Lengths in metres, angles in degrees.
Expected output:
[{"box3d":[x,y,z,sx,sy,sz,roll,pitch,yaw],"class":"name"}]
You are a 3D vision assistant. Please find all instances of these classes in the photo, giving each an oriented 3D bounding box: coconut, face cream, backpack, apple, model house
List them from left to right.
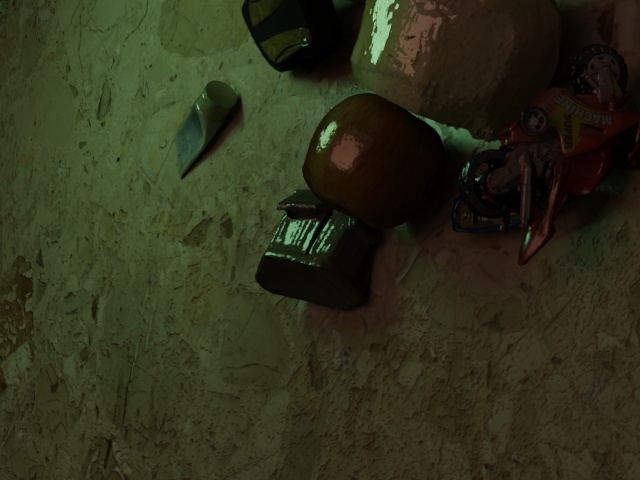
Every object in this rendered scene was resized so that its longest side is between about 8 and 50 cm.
[{"box3d":[-0.250,-0.236,2.396,0.224,0.070,0.114,-50,40,45],"class":"face cream"},{"box3d":[-0.057,-0.405,2.135,0.258,0.133,0.206,-15,97,58],"class":"backpack"},{"box3d":[-0.006,0.001,1.936,0.229,0.122,0.188,8,69,39],"class":"model house"},{"box3d":[0.084,-0.122,1.792,0.211,0.211,0.188,29,91,52],"class":"apple"},{"box3d":[0.200,-0.299,1.658,0.297,0.297,0.255,42,110,51],"class":"coconut"}]

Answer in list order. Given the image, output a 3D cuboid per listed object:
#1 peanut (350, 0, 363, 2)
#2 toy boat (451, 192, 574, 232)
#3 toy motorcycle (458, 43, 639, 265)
[{"box3d":[0.048,-0.510,2.095,0.098,0.090,0.214,-48,43,19],"class":"peanut"},{"box3d":[0.280,-0.055,1.651,0.229,0.046,0.080,-17,62,47],"class":"toy boat"},{"box3d":[0.317,-0.118,1.506,0.298,0.171,0.089,-44,12,-10],"class":"toy motorcycle"}]
